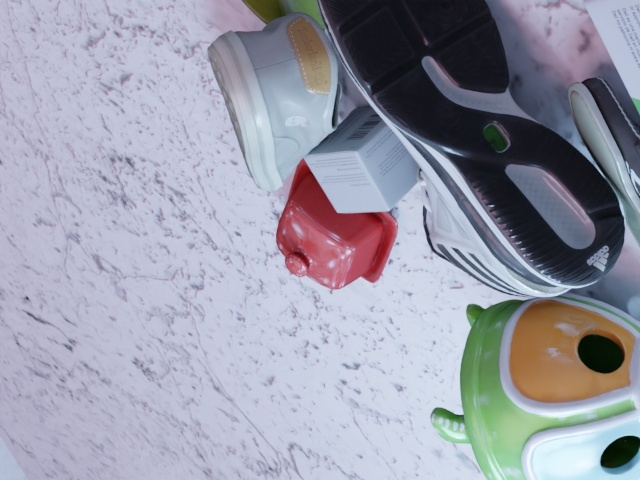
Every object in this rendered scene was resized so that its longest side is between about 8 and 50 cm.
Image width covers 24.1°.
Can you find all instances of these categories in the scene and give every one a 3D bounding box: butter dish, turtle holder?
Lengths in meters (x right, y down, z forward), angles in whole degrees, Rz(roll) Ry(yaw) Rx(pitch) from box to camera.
[{"bbox_3d":[0.000,0.000,1.905,0.160,0.118,0.160,37,149,13],"label":"butter dish"},{"bbox_3d":[0.295,0.207,1.692,0.227,0.243,0.320,-11,111,34],"label":"turtle holder"}]

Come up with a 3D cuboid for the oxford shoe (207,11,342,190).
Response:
[{"bbox_3d":[-0.043,-0.155,1.675,0.449,0.130,0.169,125,123,-86],"label":"oxford shoe"}]

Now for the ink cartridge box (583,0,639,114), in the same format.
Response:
[{"bbox_3d":[0.394,-0.169,1.207,0.289,0.121,0.211,-8,122,42],"label":"ink cartridge box"}]

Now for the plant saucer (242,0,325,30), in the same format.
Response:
[{"bbox_3d":[-0.081,-0.313,1.623,0.241,0.037,0.241,51,171,11],"label":"plant saucer"}]

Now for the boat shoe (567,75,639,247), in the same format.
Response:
[{"bbox_3d":[0.321,-0.073,1.498,0.227,0.069,0.081,59,179,-19],"label":"boat shoe"}]

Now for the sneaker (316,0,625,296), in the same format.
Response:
[{"bbox_3d":[0.113,-0.114,1.594,0.447,0.169,0.257,55,160,3],"label":"sneaker"}]

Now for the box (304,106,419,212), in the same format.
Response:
[{"bbox_3d":[0.059,-0.095,1.740,0.102,0.101,0.087,-2,126,52],"label":"box"}]
